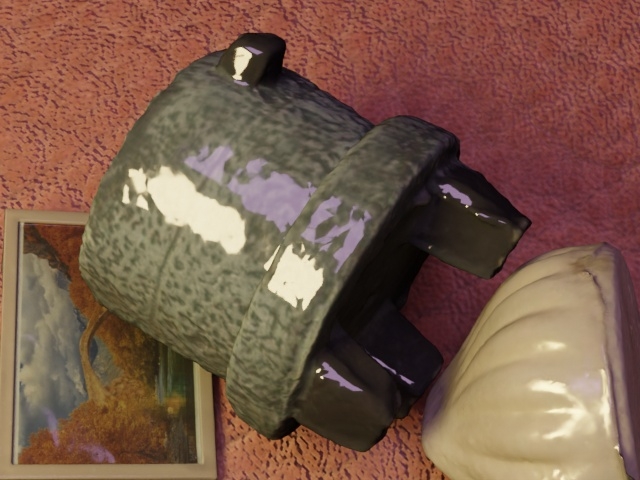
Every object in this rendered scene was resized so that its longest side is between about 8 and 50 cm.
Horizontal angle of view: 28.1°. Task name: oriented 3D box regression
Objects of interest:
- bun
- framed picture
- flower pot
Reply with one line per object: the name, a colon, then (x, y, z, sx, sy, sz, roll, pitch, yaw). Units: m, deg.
bun: (0.166, 0.136, 0.990, 0.175, 0.263, 0.263, -7, 61, 18)
framed picture: (-0.183, 0.087, 1.099, 0.184, 0.016, 0.250, 4, 61, -15)
flower pot: (0.000, 0.000, 1.024, 0.282, 0.299, 0.299, 32, 67, 14)
